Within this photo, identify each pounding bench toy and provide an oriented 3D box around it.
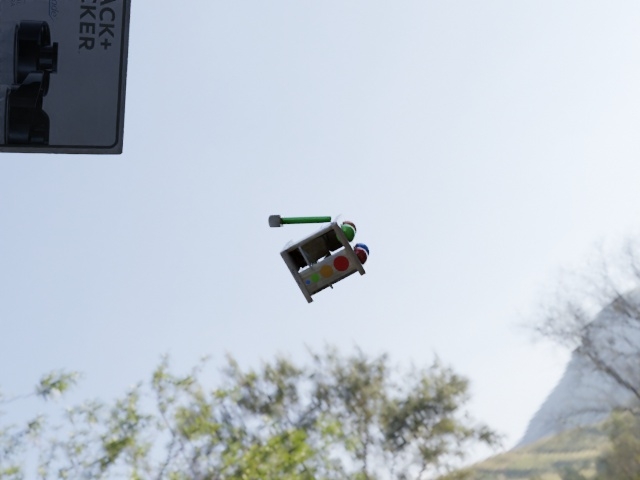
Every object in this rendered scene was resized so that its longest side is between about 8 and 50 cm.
[{"bbox_3d":[0.000,0.000,0.807,0.065,0.083,0.052,-29,6,11],"label":"pounding bench toy"}]

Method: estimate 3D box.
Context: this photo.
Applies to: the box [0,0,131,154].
[{"bbox_3d":[-0.292,-0.155,0.680,0.290,0.087,0.169,-1,-71,-28],"label":"box"}]
